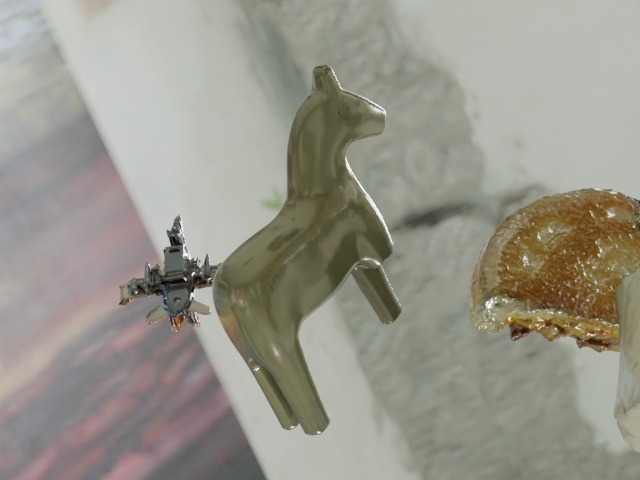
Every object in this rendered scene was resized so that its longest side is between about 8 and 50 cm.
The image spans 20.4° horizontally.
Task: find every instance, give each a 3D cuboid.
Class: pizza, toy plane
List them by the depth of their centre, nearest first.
[{"bbox_3d":[0.278,0.053,1.836,0.289,0.229,0.081,-37,158,-46],"label":"pizza"},{"bbox_3d":[-0.166,0.025,2.049,0.135,0.062,0.188,-7,-130,2],"label":"toy plane"}]

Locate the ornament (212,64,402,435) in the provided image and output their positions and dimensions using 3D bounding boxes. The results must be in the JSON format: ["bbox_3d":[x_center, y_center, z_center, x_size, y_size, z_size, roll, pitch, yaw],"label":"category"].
[{"bbox_3d":[0.000,0.000,1.482,0.061,0.245,0.230,9,-136,48],"label":"ornament"}]

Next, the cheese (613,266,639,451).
[{"bbox_3d":[0.435,0.114,1.585,0.292,0.332,0.153,-38,-142,57],"label":"cheese"}]
